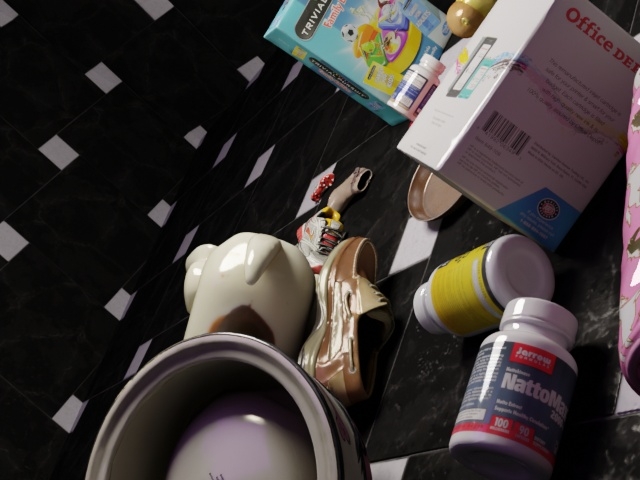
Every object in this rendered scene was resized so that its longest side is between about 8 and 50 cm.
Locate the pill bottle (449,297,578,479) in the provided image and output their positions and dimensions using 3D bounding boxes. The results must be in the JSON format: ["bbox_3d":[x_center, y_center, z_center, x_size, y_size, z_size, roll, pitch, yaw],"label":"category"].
[{"bbox_3d":[0.211,0.156,1.008,0.108,0.108,0.180,-29,34,57],"label":"pill bottle"}]

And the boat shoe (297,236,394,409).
[{"bbox_3d":[0.059,0.131,1.491,0.120,0.122,0.324,-10,45,27],"label":"boat shoe"}]

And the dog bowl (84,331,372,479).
[{"bbox_3d":[-0.111,0.332,1.242,0.408,0.150,0.408,-11,69,30],"label":"dog bowl"}]

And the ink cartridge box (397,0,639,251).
[{"bbox_3d":[0.274,-0.166,1.243,0.270,0.198,0.197,-55,17,5],"label":"ink cartridge box"}]

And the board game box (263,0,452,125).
[{"bbox_3d":[0.089,-0.438,1.984,0.254,0.336,0.079,-63,18,-16],"label":"board game box"}]

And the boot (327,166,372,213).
[{"bbox_3d":[0.061,-0.101,1.976,0.087,0.042,0.118,-12,49,64],"label":"boot"}]

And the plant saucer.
[{"bbox_3d":[0.208,-0.101,1.563,0.168,0.029,0.168,-41,33,35],"label":"plant saucer"}]

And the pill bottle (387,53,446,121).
[{"bbox_3d":[0.185,-0.292,1.815,0.120,0.067,0.067,-56,17,6],"label":"pill bottle"}]

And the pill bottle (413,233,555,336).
[{"bbox_3d":[0.199,0.065,1.206,0.184,0.103,0.103,-30,32,55],"label":"pill bottle"}]

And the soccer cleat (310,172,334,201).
[{"bbox_3d":[0.003,-0.125,2.198,0.083,0.029,0.035,-55,21,23],"label":"soccer cleat"}]

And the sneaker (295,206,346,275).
[{"bbox_3d":[0.000,0.000,1.891,0.093,0.088,0.225,-49,19,21],"label":"sneaker"}]

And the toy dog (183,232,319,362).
[{"bbox_3d":[-0.122,0.220,1.544,0.395,0.284,0.408,132,156,-65],"label":"toy dog"}]

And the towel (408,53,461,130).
[{"bbox_3d":[0.242,-0.231,1.726,0.199,0.031,0.275,-53,18,16],"label":"towel"}]

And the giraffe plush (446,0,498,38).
[{"bbox_3d":[0.279,-0.350,1.540,0.181,0.170,0.210,5,56,56],"label":"giraffe plush"}]

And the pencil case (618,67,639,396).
[{"bbox_3d":[0.356,-0.032,0.859,0.167,0.160,0.386,-10,42,28],"label":"pencil case"}]
